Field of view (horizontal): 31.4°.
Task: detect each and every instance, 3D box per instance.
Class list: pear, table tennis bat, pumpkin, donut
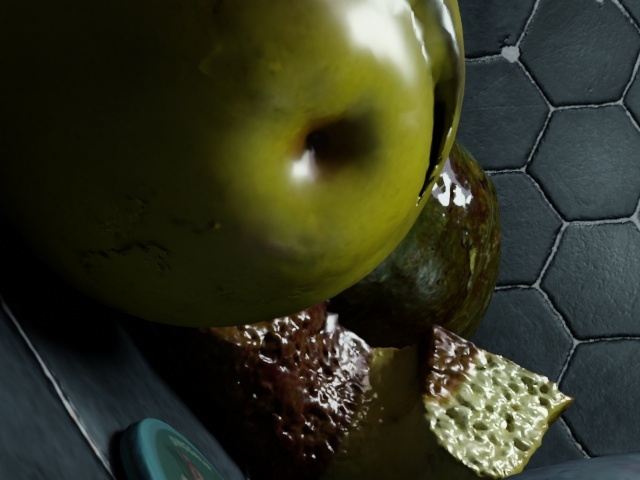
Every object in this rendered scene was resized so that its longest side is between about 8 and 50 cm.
[{"bbox_3d":[-0.075,-0.100,0.644,0.336,0.285,0.285,37,-8,33],"label":"pear"},{"bbox_3d":[-0.036,0.163,0.529,0.201,0.033,0.124,51,1,40],"label":"table tennis bat"},{"bbox_3d":[0.000,0.000,0.888,0.325,0.242,0.232,25,2,-9],"label":"pumpkin"},{"bbox_3d":[0.002,0.114,0.768,0.295,0.151,0.112,29,32,-2],"label":"donut"}]

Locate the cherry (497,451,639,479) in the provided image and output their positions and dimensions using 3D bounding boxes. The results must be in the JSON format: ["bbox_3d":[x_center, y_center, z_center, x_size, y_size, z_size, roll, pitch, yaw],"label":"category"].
[{"bbox_3d":[0.112,0.191,0.378,0.296,0.255,0.218,33,25,-38],"label":"cherry"}]
